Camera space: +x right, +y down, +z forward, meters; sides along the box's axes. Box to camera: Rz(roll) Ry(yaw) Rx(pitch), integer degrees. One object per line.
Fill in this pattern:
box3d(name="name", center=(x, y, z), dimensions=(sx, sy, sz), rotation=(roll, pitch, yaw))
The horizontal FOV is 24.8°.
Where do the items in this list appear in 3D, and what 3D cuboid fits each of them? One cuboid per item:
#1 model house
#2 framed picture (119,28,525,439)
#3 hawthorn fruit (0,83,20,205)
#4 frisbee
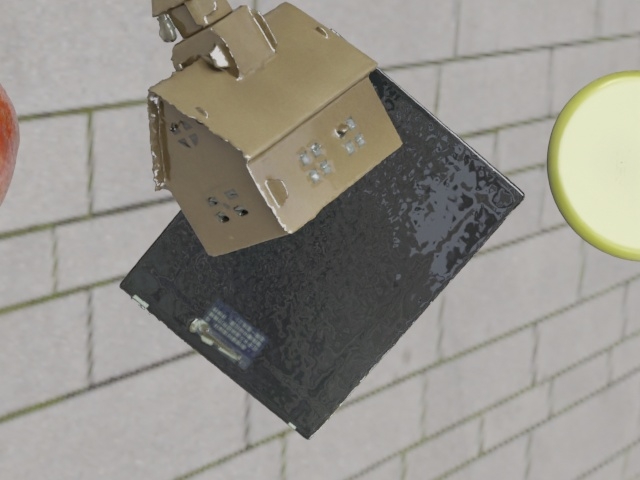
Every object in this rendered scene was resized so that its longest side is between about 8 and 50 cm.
box3d(name="model house", center=(-0.084, -0.133, 1.156), dimensions=(0.181, 0.176, 0.248), rotation=(-38, 105, -43))
box3d(name="framed picture", center=(0.000, 0.000, 1.451), dimensions=(0.338, 0.255, 0.014), rotation=(-50, -174, 9))
box3d(name="hawthorn fruit", center=(-0.384, -0.099, 1.312), dimensions=(0.231, 0.263, 0.235), rotation=(32, 57, -16))
box3d(name="frisbee", center=(0.388, -0.092, 1.758), dimensions=(0.017, 0.236, 0.236), rotation=(138, -32, -80))
